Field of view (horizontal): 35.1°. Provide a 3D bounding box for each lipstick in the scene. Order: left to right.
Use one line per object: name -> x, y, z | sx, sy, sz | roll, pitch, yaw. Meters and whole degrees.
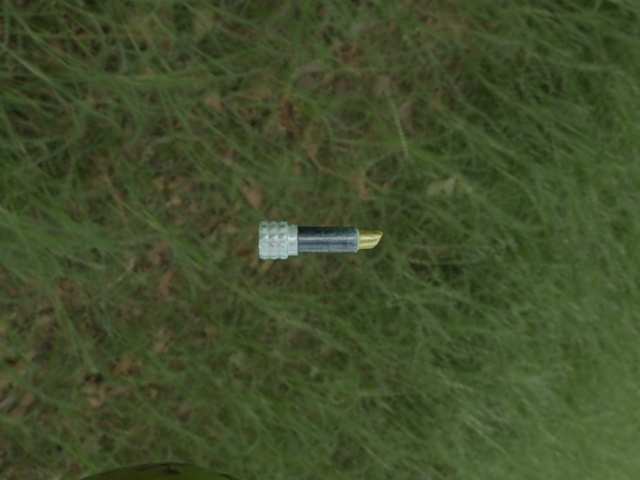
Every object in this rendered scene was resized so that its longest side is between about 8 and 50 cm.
lipstick -> 0.000, 0.000, 0.947 | 0.116, 0.037, 0.037 | 1, 136, -3

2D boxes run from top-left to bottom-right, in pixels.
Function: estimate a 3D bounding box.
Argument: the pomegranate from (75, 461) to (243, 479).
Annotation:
pomegranate -> -0.043, 0.210, 0.468 | 0.285, 0.231, 0.231 | -16, 148, 4
